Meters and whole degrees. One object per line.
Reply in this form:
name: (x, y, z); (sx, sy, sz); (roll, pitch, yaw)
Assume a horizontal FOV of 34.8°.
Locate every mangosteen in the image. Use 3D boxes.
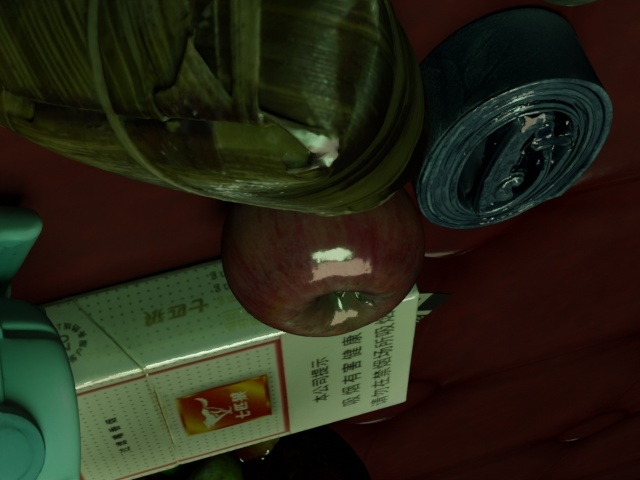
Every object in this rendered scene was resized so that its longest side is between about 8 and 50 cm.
mangosteen: (-0.090, 0.317, 1.169); (0.300, 0.300, 0.300); (-16, 154, -8)

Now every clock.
clock: (-0.236, 0.131, 0.685); (0.094, 0.274, 0.223); (0, 149, -36)

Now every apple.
apple: (0.000, 0.000, 0.773); (0.154, 0.120, 0.153); (-11, 151, -6)

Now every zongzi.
zongzi: (-0.089, -0.086, 0.579); (0.288, 0.134, 0.286); (4, 174, 13)

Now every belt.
belt: (0.131, -0.078, 0.753); (0.142, 0.082, 0.190); (-6, 150, -15)

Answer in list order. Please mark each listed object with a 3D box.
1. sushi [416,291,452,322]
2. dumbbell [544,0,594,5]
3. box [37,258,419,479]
sushi: (0.026, 0.123, 1.113); (0.193, 0.040, 0.210); (7, 143, -42)
dumbbell: (0.124, -0.183, 0.538); (0.110, 0.110, 0.254); (-28, 160, 16)
box: (-0.085, 0.109, 0.924); (0.330, 0.095, 0.210); (-13, 146, -8)
